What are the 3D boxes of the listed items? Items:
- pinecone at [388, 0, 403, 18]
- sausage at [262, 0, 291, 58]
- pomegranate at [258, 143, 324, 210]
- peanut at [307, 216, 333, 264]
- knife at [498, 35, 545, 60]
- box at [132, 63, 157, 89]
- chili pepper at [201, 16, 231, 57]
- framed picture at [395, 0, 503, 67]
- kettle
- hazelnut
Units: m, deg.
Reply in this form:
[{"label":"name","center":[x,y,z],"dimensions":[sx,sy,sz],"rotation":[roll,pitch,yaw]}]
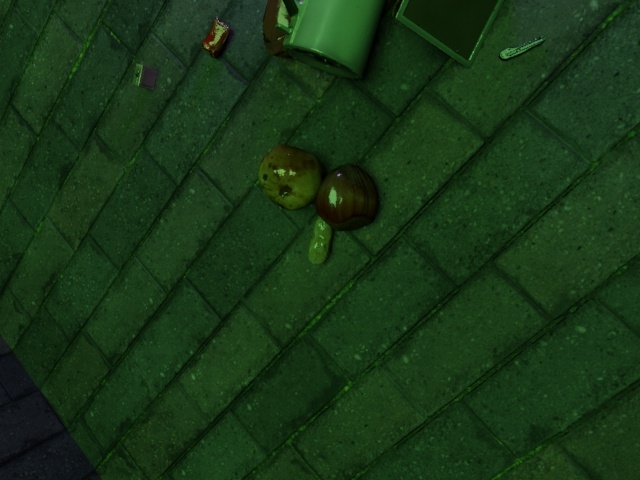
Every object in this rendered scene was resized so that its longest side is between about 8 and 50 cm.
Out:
[{"label":"pinecone","center":[0.290,-0.718,1.162],"dimensions":[0.168,0.185,0.213],"rotation":[21,85,39]},{"label":"sausage","center":[-0.102,-0.731,1.335],"dimensions":[0.152,0.152,0.280],"rotation":[17,102,20]},{"label":"pomegranate","center":[-0.092,-0.212,1.363],"dimensions":[0.215,0.215,0.216],"rotation":[3,97,22]},{"label":"peanut","center":[0.000,0.000,1.410],"dimensions":[0.080,0.080,0.175],"rotation":[15,102,20]},{"label":"knife","center":[0.558,-0.534,1.157],"dimensions":[0.121,0.018,0.031],"rotation":[-19,90,21]},{"label":"box","center":[-0.682,-0.633,1.617],"dimensions":[0.035,0.083,0.080],"rotation":[22,103,18]},{"label":"chili pepper","center":[-0.374,-0.720,1.491],"dimensions":[0.123,0.073,0.070],"rotation":[-53,34,16]},{"label":"framed picture","center":[0.357,-0.639,1.121],"dimensions":[0.232,0.296,0.019],"rotation":[-64,31,15]},{"label":"kettle","center":[0.024,-0.712,1.196],"dimensions":[0.360,0.250,0.377],"rotation":[15,102,-26]},{"label":"hazelnut","center":[0.077,-0.129,1.314],"dimensions":[0.210,0.210,0.186],"rotation":[53,139,9]}]
